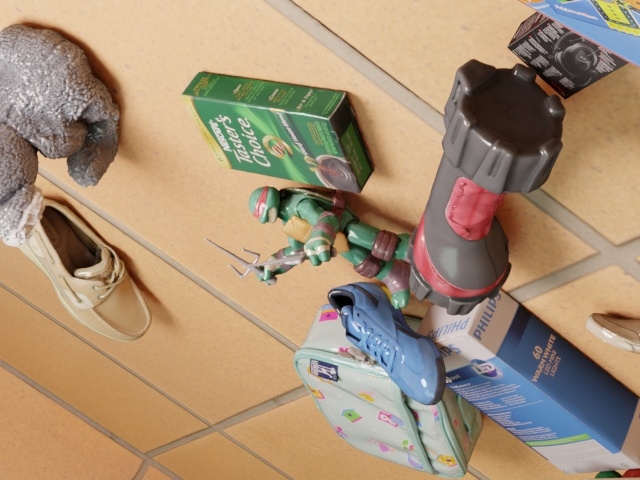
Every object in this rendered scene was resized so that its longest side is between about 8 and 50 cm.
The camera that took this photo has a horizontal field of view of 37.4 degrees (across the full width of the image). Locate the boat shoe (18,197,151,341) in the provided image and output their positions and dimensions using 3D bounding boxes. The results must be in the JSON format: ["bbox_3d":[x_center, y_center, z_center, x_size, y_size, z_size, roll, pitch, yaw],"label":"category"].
[{"bbox_3d":[-0.361,0.051,1.482,0.098,0.109,0.302,-1,133,48],"label":"boat shoe"}]

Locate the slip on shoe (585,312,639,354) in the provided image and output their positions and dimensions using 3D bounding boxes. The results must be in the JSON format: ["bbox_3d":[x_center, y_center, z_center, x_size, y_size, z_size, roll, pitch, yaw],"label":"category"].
[{"bbox_3d":[0.327,0.093,0.921,0.135,0.051,0.041,24,110,36],"label":"slip on shoe"}]

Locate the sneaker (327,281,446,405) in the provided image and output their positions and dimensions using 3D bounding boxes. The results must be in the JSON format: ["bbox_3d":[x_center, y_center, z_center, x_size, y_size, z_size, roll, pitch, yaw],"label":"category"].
[{"bbox_3d":[0.068,0.116,1.071,0.082,0.069,0.209,7,-154,-27],"label":"sneaker"}]

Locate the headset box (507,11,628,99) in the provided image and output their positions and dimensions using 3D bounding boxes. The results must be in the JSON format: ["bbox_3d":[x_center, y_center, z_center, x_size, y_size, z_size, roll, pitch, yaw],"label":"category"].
[{"bbox_3d":[0.185,-0.145,0.675,0.062,0.032,0.083,38,151,-12],"label":"headset box"}]

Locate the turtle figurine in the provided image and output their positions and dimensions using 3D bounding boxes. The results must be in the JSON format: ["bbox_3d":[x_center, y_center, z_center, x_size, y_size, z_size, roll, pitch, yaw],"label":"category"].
[{"bbox_3d":[0.000,0.000,1.016,0.234,0.118,0.175,18,170,-8],"label":"turtle figurine"}]

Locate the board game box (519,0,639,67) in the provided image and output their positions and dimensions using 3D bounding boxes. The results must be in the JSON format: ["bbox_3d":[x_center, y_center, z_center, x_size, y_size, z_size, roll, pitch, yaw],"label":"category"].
[{"bbox_3d":[0.236,-0.160,0.571,0.281,0.027,0.145,30,138,3],"label":"board game box"}]

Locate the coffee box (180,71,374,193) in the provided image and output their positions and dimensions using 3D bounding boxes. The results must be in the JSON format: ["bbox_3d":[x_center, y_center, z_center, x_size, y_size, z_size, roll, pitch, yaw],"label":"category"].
[{"bbox_3d":[-0.044,-0.109,0.958,0.184,0.040,0.113,14,148,30],"label":"coffee box"}]

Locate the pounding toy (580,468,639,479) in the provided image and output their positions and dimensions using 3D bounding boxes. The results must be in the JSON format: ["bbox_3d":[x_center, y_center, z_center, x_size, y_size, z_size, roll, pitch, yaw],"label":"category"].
[{"bbox_3d":[0.403,0.303,1.067,0.206,0.094,0.181,-4,164,12],"label":"pounding toy"}]

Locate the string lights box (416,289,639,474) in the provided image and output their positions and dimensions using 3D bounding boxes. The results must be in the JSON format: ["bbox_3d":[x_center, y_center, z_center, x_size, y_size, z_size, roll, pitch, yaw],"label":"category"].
[{"bbox_3d":[0.241,0.166,1.086,0.260,0.077,0.133,38,152,-12],"label":"string lights box"}]

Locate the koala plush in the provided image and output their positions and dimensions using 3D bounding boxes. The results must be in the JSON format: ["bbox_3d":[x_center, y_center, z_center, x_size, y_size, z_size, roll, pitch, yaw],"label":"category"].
[{"bbox_3d":[-0.356,-0.113,1.072,0.196,0.221,0.203,34,153,-4],"label":"koala plush"}]

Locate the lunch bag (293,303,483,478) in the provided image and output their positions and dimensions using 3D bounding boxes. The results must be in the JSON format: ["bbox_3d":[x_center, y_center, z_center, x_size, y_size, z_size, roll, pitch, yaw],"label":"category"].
[{"bbox_3d":[0.099,0.205,1.261,0.224,0.108,0.279,13,148,32],"label":"lunch bag"}]

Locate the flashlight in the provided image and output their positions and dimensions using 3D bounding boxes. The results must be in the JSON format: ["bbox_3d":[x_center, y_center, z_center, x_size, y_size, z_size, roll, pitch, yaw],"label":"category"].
[{"bbox_3d":[0.139,-0.029,0.816,0.103,0.103,0.304,3,157,-2],"label":"flashlight"}]
